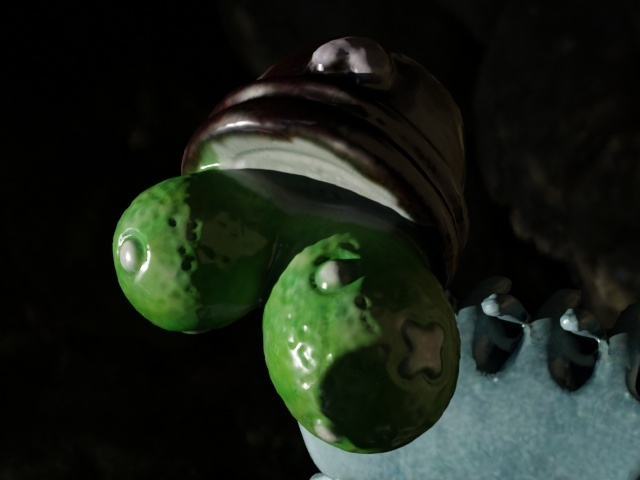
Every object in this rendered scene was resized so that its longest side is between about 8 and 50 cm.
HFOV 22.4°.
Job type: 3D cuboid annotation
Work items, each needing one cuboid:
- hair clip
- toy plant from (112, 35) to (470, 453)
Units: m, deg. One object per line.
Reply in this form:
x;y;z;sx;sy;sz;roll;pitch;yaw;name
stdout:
0.122;0.150;1.271;0.392;0.318;0.238;-6;-73;-71;hair clip
0.000;0.000;0.961;0.175;0.218;0.235;98;-163;-55;toy plant
